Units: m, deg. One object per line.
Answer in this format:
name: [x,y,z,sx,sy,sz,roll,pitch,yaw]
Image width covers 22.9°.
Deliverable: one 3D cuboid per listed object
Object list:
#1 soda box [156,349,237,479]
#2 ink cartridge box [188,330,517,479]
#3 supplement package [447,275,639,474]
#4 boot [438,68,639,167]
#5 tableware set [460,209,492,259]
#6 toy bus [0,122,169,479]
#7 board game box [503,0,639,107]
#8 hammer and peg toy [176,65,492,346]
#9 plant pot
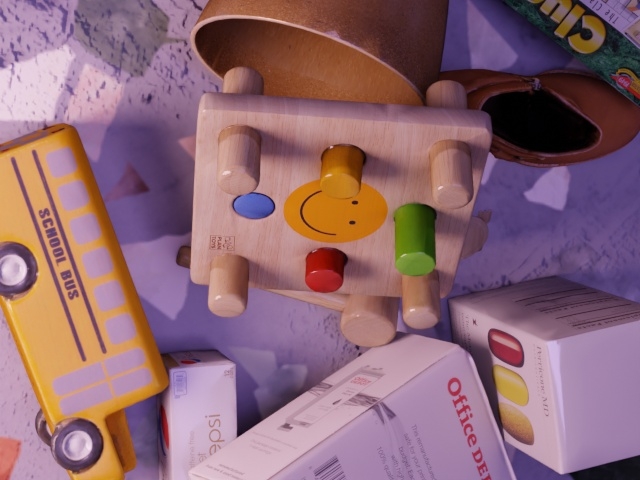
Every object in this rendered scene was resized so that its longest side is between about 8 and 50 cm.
soda box: [-0.123,0.222,1.579,0.069,0.074,0.216,-3,98,-17]
ink cartridge box: [0.041,0.250,1.570,0.283,0.117,0.207,-31,112,-27]
supplement package: [0.240,0.128,1.591,0.133,0.244,0.139,-11,100,-16]
boot: [0.232,-0.125,1.568,0.283,0.220,0.109,9,94,-18]
tableware set: [0.090,-0.017,1.592,0.168,0.020,0.141,-17,138,-1]
toy bus: [-0.242,0.066,1.506,0.130,0.108,0.333,-22,102,-15]
board game box: [0.268,-0.265,1.602,0.259,0.030,0.136,37,108,-3]
hammer and peg toy: [0.000,0.000,1.467,0.266,0.361,0.127,4,52,-5]
plant pot: [0.028,-0.263,1.503,0.237,0.237,0.254,24,74,-19]
